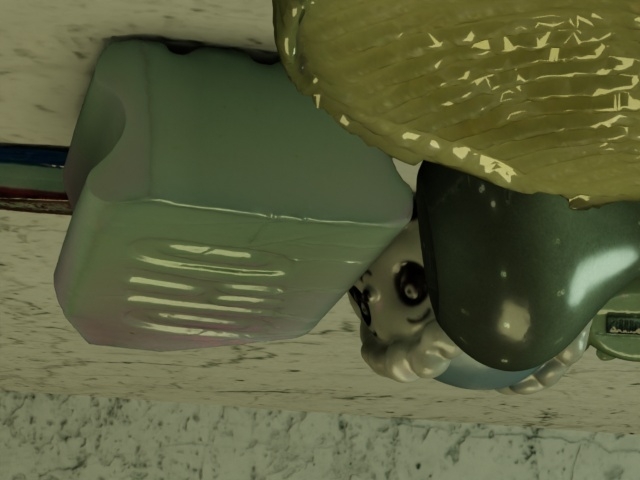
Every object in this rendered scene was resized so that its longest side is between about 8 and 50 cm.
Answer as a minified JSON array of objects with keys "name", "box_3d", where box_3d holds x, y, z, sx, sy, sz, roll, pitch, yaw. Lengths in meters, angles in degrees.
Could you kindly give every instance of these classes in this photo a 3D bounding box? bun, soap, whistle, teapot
[{"name":"bun","box_3d":[0.110,-0.120,0.680,0.259,0.152,0.259,10,158,4]},{"name":"soap","box_3d":[-0.079,-0.015,1.225,0.208,0.115,0.347,7,160,-13]},{"name":"whistle","box_3d":[0.286,0.063,1.646,0.244,0.110,0.092,1,-160,10]},{"name":"teapot","box_3d":[0.195,-0.010,1.174,0.250,0.184,0.183,-7,168,-1]}]

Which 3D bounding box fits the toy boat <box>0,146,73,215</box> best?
[{"name":"toy boat","box_3d":[-0.204,-0.047,1.385,0.228,0.046,0.080,4,164,-10]}]

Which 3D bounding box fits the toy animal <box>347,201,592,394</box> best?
[{"name":"toy animal","box_3d":[0.120,0.054,1.509,0.204,0.156,0.208,6,165,-32]}]
